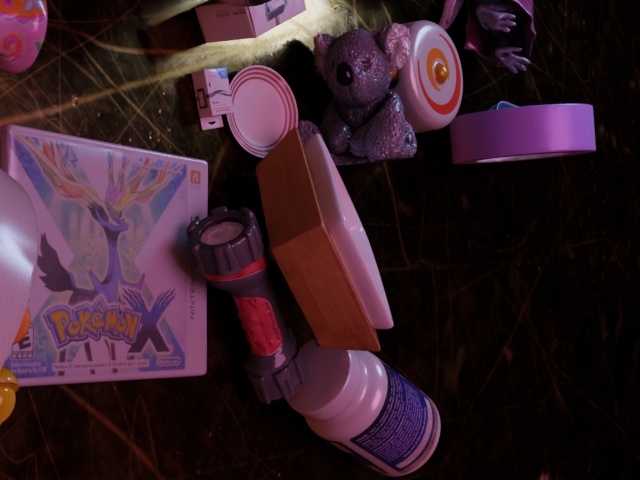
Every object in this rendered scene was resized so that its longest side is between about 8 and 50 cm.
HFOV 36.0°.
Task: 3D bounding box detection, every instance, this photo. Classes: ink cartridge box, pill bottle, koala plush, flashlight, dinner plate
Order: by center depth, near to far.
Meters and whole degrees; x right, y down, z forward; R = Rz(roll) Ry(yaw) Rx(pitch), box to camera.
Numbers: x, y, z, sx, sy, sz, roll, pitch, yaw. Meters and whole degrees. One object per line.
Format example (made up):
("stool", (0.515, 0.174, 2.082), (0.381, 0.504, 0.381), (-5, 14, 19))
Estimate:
("flashlight", (-0.098, 0.100, 1.372), (0.103, 0.103, 0.304), (-110, -176, -56))
("ink cartridge box", (-0.153, -0.203, 1.414), (0.048, 0.028, 0.083), (-20, 103, -51))
("ink cartridge box", (-0.100, -0.337, 1.436), (0.135, 0.099, 0.056), (-41, 124, -45))
("dinner plate", (-0.091, -0.194, 1.493), (0.141, 0.017, 0.141), (6, 82, -44))
("pill bottle", (0.066, 0.261, 1.556), (0.264, 0.153, 0.153), (41, 56, -43))
("koala plush", (0.062, -0.234, 1.583), (0.203, 0.196, 0.221), (-12, 96, -64))

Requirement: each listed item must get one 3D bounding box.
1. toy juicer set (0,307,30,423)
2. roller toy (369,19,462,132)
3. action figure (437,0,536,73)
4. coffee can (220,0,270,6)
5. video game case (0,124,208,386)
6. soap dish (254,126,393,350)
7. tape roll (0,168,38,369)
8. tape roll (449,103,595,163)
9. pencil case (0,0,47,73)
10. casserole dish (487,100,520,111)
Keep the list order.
("toy juicer set", (-0.416, 0.157, 1.002), (0.209, 0.089, 0.329), (49, 55, -48))
("roller toy", (0.156, -0.285, 1.725), (0.191, 0.146, 0.209), (-53, 126, -41))
("action figure", (0.357, -0.532, 2.033), (0.275, 0.248, 0.370), (8, 61, -9))
("coffee can", (-0.063, -0.465, 1.377), (0.275, 0.201, 0.202), (-54, 128, -52))
("video game case", (-0.266, 0.027, 1.243), (0.329, 0.036, 0.300), (6, 82, -52))
("soap dish", (0.000, 0.000, 1.423), (0.291, 0.118, 0.229), (-105, 171, -57))
("tape roll", (-0.394, 0.082, 0.792), (0.072, 0.392, 0.392), (45, 53, -41))
("tape roll", (0.391, -0.204, 1.915), (0.274, 0.274, 0.090), (-5, 91, -52))
("pencil case", (-0.422, -0.255, 1.006), (0.284, 0.124, 0.124), (7, 82, -51))
("casserole dish", (0.407, -0.235, 2.134), (0.188, 0.037, 0.114), (6, 82, -53))
